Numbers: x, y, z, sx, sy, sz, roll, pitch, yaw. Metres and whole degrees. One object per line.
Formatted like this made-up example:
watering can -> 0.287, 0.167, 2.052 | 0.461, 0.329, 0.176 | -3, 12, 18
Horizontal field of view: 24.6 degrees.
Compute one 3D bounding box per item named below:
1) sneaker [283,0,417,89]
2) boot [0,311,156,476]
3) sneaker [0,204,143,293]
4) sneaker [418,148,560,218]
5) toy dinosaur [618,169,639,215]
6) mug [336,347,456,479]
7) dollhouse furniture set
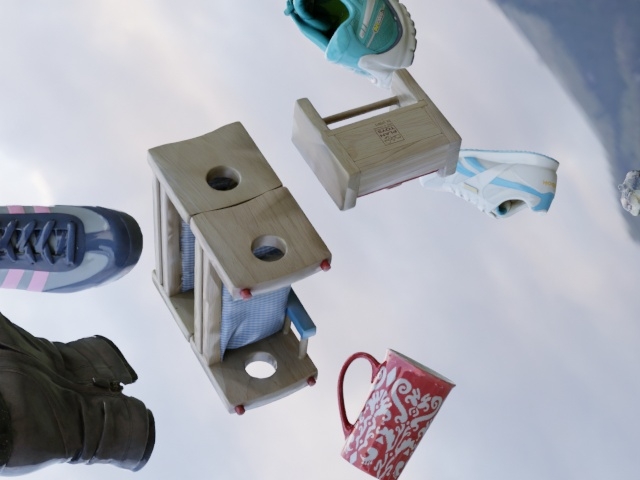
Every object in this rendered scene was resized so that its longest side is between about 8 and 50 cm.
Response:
sneaker -> 0.011, -0.268, 1.562 | 0.110, 0.107, 0.275 | 9, -147, -32
boot -> -0.320, 0.109, 1.501 | 0.223, 0.118, 0.338 | 3, -132, -45
sneaker -> -0.376, 0.010, 1.753 | 0.131, 0.319, 0.112 | 11, -104, -74
sneaker -> 0.245, -0.084, 2.210 | 0.087, 0.229, 0.092 | 23, -107, -52
toy dinosaur -> 0.414, -0.057, 1.491 | 0.064, 0.268, 0.118 | -9, -106, -48
mug -> 0.094, 0.247, 2.108 | 0.150, 0.169, 0.113 | 28, -179, 38
dollhouse furniture set -> 0.000, 0.000, 0.941 | 0.129, 0.184, 0.129 | 56, 155, 34
